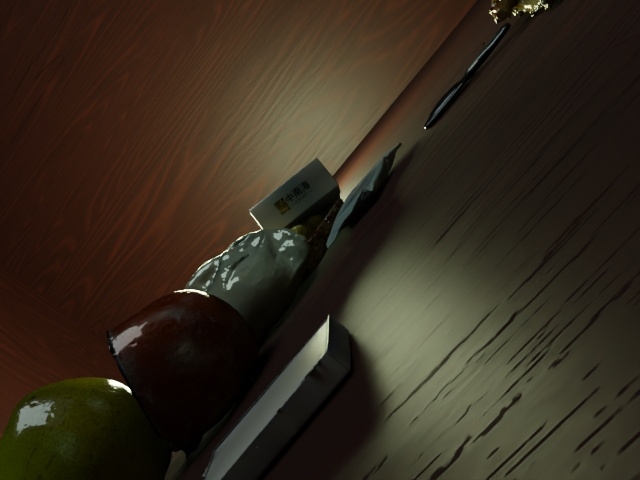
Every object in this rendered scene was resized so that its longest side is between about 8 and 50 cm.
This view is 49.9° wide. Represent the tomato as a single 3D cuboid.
[{"bbox_3d":[-0.155,0.144,0.849,0.155,0.181,0.214,-33,10,-9],"label":"tomato"}]

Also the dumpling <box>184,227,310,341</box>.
[{"bbox_3d":[-0.113,0.069,1.008,0.229,0.151,0.124,-52,-22,0],"label":"dumpling"}]

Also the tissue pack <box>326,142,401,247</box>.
[{"bbox_3d":[0.069,-0.076,1.089,0.122,0.026,0.193,-48,5,36],"label":"tissue pack"}]

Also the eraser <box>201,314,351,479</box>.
[{"bbox_3d":[-0.034,0.128,0.501,0.150,0.023,0.104,-51,4,7],"label":"eraser"}]

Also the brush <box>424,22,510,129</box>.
[{"bbox_3d":[0.219,-0.247,1.040,0.193,0.016,0.063,-49,6,24],"label":"brush"}]

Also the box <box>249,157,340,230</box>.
[{"bbox_3d":[-0.039,-0.057,1.280,0.155,0.067,0.243,-40,-8,-1],"label":"box"}]

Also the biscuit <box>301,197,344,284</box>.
[{"bbox_3d":[0.000,0.000,1.108,0.064,0.034,0.199,-52,3,36],"label":"biscuit"}]

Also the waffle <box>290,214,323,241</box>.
[{"bbox_3d":[-0.083,0.061,1.216,0.261,0.056,0.250,-51,-5,-19],"label":"waffle"}]

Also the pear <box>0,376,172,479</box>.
[{"bbox_3d":[-0.277,0.258,0.810,0.198,0.198,0.198,-50,5,6],"label":"pear"}]

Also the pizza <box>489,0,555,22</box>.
[{"bbox_3d":[0.297,-0.369,0.922,0.189,0.071,0.297,-51,3,8],"label":"pizza"}]
